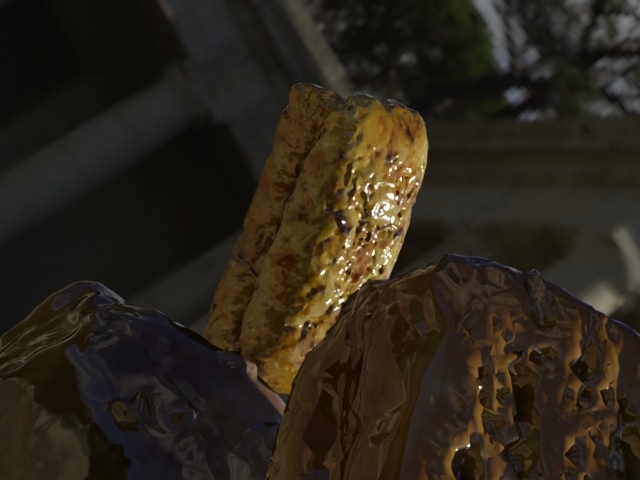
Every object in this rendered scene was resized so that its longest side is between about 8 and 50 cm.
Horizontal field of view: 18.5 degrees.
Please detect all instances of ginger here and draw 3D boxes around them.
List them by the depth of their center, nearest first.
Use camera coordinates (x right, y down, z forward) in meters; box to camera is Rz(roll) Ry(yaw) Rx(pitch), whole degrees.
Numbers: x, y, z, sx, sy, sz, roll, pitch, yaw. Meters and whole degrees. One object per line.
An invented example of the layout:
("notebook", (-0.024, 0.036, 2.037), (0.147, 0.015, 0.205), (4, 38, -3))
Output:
("ginger", (-0.124, 0.166, 1.048), (0.200, 0.269, 0.223), (32, -29, 21))

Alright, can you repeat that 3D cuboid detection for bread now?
("bread", (0.038, 0.199, 0.616), (0.185, 0.380, 0.109), (26, -22, -17))
("bread", (0.000, 0.000, 1.332), (0.083, 0.211, 0.114), (22, 7, 40))
